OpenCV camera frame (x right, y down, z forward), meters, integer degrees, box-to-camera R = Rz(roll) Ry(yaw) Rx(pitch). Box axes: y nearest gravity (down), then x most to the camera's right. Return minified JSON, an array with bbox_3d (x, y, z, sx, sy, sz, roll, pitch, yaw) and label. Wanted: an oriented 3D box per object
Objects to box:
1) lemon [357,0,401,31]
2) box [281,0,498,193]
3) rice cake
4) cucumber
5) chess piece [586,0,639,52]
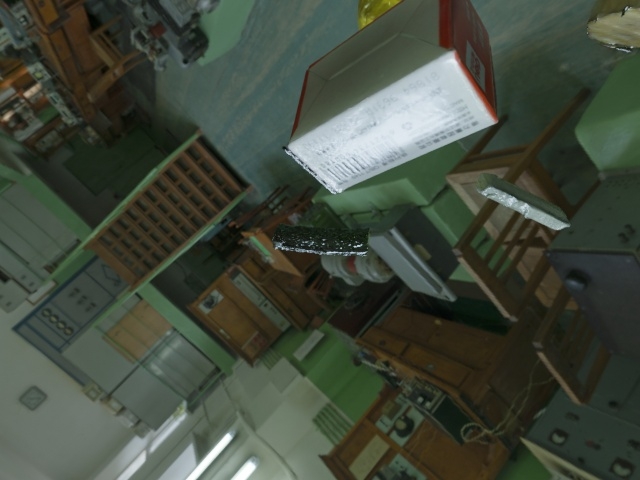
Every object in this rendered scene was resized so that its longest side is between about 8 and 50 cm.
[{"bbox_3d":[0.192,-0.491,0.943,0.234,0.288,0.233,3,145,2],"label":"lemon"},{"bbox_3d":[0.068,-0.142,0.421,0.182,0.133,0.099,-22,135,36],"label":"box"},{"bbox_3d":[0.472,-0.087,1.002,0.256,0.052,0.057,20,-151,-19],"label":"rice cake"},{"bbox_3d":[0.000,0.001,0.815,0.187,0.058,0.058,3,152,12],"label":"cucumber"},{"bbox_3d":[0.339,-0.327,0.357,0.137,0.300,0.137,11,-168,-2],"label":"chess piece"}]
